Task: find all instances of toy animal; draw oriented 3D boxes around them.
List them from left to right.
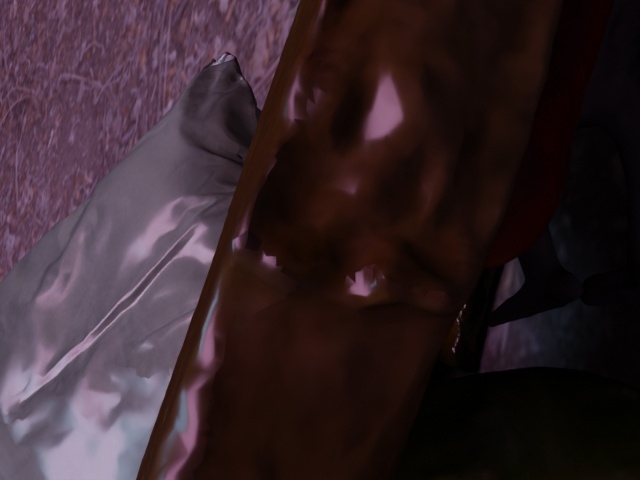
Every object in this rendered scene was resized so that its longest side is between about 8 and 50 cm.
[{"bbox_3d":[0.096,-0.065,0.622,0.367,0.081,0.206,-117,23,-82],"label":"toy animal"}]

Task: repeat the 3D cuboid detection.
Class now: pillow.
[{"bbox_3d":[-0.072,0.092,0.818,0.283,0.138,0.310,-50,52,21],"label":"pillow"}]

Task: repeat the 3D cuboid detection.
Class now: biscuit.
[{"bbox_3d":[0.007,-0.007,0.530,0.394,0.076,0.368,121,167,-70],"label":"biscuit"}]

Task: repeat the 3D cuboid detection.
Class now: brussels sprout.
[{"bbox_3d":[0.074,0.113,0.598,0.122,0.151,0.149,-63,-9,-48],"label":"brussels sprout"}]

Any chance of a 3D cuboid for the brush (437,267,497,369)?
[{"bbox_3d":[0.000,0.000,0.895,0.336,0.020,0.085,19,97,63],"label":"brush"}]
